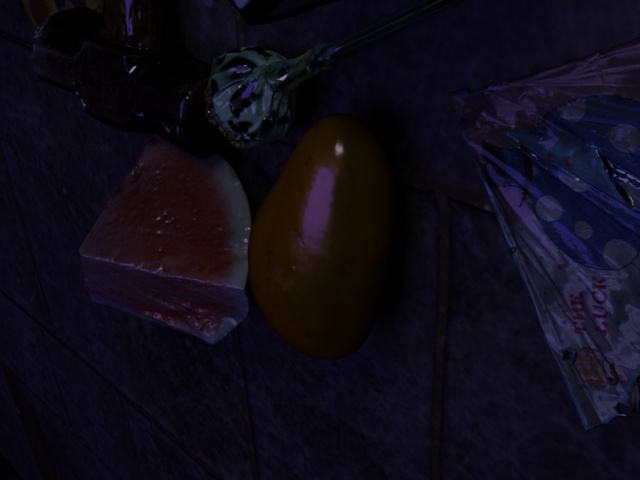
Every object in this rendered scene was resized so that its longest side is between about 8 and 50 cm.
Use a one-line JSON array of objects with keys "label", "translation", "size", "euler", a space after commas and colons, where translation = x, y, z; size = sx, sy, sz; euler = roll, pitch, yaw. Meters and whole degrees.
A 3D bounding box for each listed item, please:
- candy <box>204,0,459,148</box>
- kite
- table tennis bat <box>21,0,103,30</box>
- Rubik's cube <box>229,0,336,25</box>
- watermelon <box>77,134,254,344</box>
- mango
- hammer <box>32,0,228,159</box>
[{"label": "candy", "translation": [0.011, -0.144, 0.600], "size": [0.306, 0.083, 0.091], "euler": [-11, 103, 45]}, {"label": "kite", "translation": [0.221, -0.008, 0.474], "size": [0.368, 0.014, 0.405], "euler": [39, 139, 28]}, {"label": "table tennis bat", "translation": [-0.335, -0.335, 0.912], "size": [0.310, 0.038, 0.200], "euler": [56, 143, 1]}, {"label": "Rubik's cube", "translation": [0.021, -0.249, 0.412], "size": [0.180, 0.183, 0.167], "euler": [-25, 95, 52]}, {"label": "watermelon", "translation": [-0.160, 0.010, 0.820], "size": [0.260, 0.176, 0.255], "euler": [19, 115, 18]}, {"label": "mango", "translation": [0.000, 0.000, 0.662], "size": [0.138, 0.113, 0.253], "euler": [35, 135, 31]}, {"label": "hammer", "translation": [-0.175, -0.300, 0.705], "size": [0.243, 0.095, 0.408], "euler": [27, 125, 28]}]
